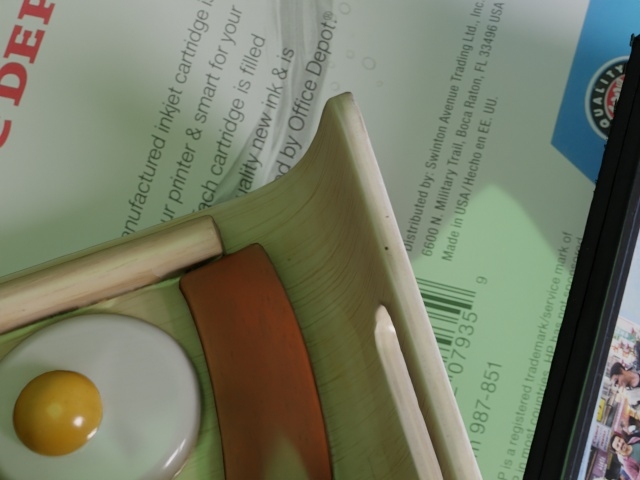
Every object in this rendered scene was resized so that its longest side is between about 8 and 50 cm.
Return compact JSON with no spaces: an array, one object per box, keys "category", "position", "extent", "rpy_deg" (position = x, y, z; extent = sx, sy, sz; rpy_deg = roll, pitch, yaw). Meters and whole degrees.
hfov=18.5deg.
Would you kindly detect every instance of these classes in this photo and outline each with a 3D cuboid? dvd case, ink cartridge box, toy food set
[{"category":"dvd case","position":[0.181,0.059,0.695],"extent":[0.253,0.022,0.180],"rpy_deg":[27,70,-32]},{"category":"ink cartridge box","position":[0.000,0.000,0.768],"extent":[0.307,0.129,0.223],"rpy_deg":[14,73,11]},{"category":"toy food set","position":[-0.103,0.095,0.618],"extent":[0.306,0.092,0.219],"rpy_deg":[-18,65,0]}]
